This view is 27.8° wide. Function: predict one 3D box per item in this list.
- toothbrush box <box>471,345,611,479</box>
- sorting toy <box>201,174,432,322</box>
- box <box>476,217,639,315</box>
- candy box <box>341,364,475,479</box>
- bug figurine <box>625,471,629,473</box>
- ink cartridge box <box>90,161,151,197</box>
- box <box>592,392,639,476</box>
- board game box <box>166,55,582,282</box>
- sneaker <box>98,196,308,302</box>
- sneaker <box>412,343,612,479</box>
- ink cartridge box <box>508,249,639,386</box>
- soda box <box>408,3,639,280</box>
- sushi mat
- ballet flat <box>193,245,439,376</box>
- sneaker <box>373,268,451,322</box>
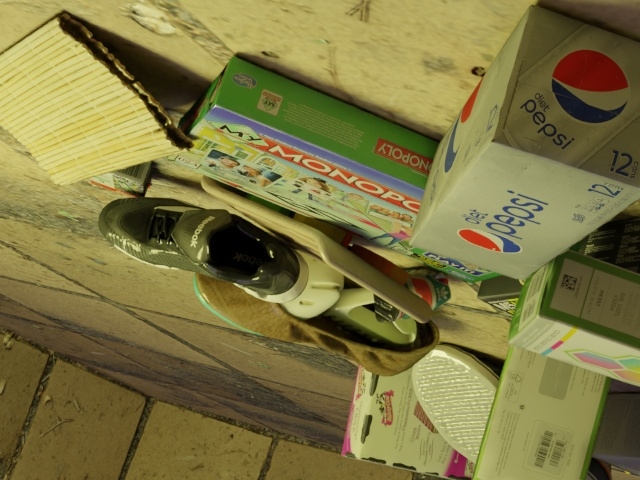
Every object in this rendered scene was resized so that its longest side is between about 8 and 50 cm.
[{"bbox_3d":[0.259,0.222,1.543,0.122,0.206,0.283,16,166,8],"label":"toothbrush box"},{"bbox_3d":[0.000,0.000,1.302,0.208,0.038,0.193,30,178,44],"label":"sorting toy"},{"bbox_3d":[0.299,0.056,1.146,0.216,0.060,0.270,24,165,-19],"label":"box"},{"bbox_3d":[0.160,0.257,1.859,0.234,0.159,0.071,16,168,-20],"label":"candy box"},{"bbox_3d":[0.366,0.289,1.951,0.216,0.072,0.279,23,166,-17],"label":"bug figurine"},{"bbox_3d":[-0.217,-0.069,1.405,0.063,0.029,0.115,19,166,-3],"label":"ink cartridge box"},{"bbox_3d":[0.451,0.262,1.687,0.130,0.091,0.170,24,166,-16],"label":"box"},{"bbox_3d":[0.040,-0.050,1.104,0.317,0.046,0.213,22,167,-13],"label":"board game box"},{"bbox_3d":[-0.127,-0.004,1.347,0.234,0.078,0.106,19,168,11],"label":"sneaker"},{"bbox_3d":[0.268,0.257,1.798,0.321,0.126,0.127,44,-147,6],"label":"sneaker"},{"bbox_3d":[0.263,0.077,1.014,0.209,0.062,0.109,18,165,1],"label":"ink cartridge box"},{"bbox_3d":[0.137,-0.052,0.866,0.098,0.091,0.286,18,167,-1],"label":"soda box"},{"bbox_3d":[-0.229,-0.116,1.167,0.151,0.019,0.316,47,157,-18],"label":"sushi mat"},{"bbox_3d":[0.014,0.076,1.540,0.342,0.116,0.124,28,144,-35],"label":"ballet flat"},{"bbox_3d":[0.101,0.060,1.429,0.075,0.057,0.161,-7,-179,-6],"label":"sneaker"}]
